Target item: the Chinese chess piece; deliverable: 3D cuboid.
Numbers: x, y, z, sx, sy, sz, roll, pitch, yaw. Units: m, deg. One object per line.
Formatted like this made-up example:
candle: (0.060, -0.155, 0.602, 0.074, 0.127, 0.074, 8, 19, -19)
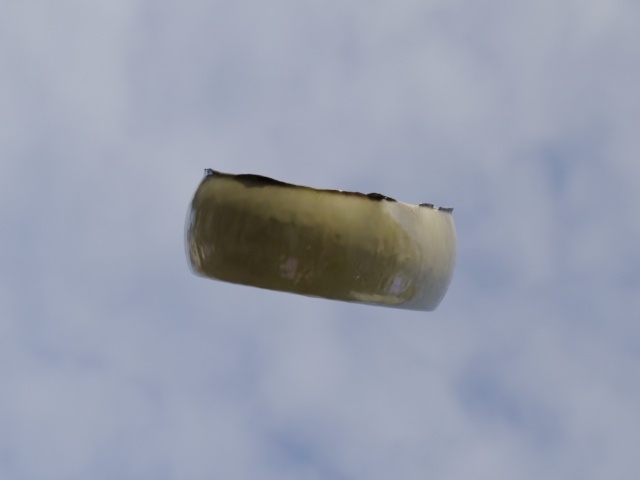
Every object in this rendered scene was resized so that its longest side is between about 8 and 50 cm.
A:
Chinese chess piece: (0.000, 0.000, 1.600, 0.257, 0.257, 0.104, 8, -89, 33)
